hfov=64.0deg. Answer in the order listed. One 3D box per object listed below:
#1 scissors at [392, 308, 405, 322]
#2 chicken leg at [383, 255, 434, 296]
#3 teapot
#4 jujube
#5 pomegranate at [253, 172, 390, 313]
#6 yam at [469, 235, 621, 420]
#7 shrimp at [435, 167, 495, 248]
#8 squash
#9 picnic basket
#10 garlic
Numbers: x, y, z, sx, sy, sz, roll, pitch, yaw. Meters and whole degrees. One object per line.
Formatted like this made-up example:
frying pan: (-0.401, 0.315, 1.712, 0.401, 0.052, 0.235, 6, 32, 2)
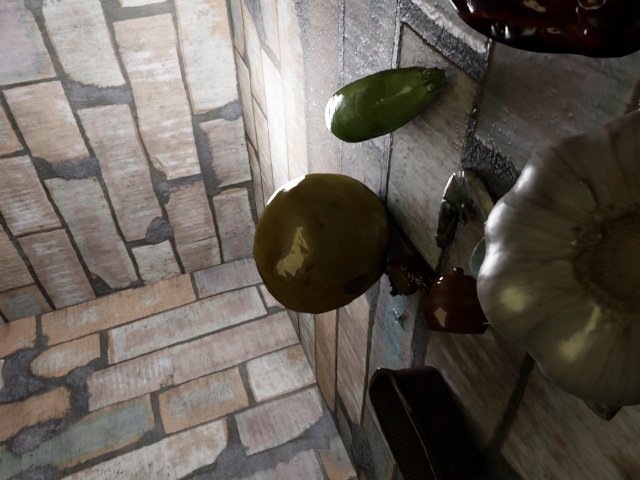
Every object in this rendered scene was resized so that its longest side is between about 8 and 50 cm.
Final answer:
scissors: (0.192, 0.177, 1.241, 0.083, 0.006, 0.036, 116, 138, -69)
chicken leg: (0.193, 0.084, 1.058, 0.253, 0.051, 0.106, -161, 50, -72)
teapot: (0.231, 0.098, 0.846, 0.173, 0.116, 0.116, -7, 99, 49)
jujube: (0.203, -0.250, 0.460, 0.168, 0.168, 0.237, 92, 153, -50)
pomegranate: (0.000, 0.000, 1.182, 0.332, 0.332, 0.333, 164, 90, -75)
yam: (0.287, 0.090, 0.633, 0.259, 0.093, 0.093, -121, 21, -45)
shrimp: (0.237, -0.016, 0.829, 0.195, 0.035, 0.148, 94, 154, -49)
squash: (0.103, -0.243, 0.928, 0.370, 0.118, 0.119, -162, 58, -69)
picnic basket: (0.226, 0.405, 1.108, 0.223, 0.129, 0.297, 101, 149, -57)
garlic: (0.273, 0.014, 0.471, 0.253, 0.244, 0.245, -2, -106, -68)
